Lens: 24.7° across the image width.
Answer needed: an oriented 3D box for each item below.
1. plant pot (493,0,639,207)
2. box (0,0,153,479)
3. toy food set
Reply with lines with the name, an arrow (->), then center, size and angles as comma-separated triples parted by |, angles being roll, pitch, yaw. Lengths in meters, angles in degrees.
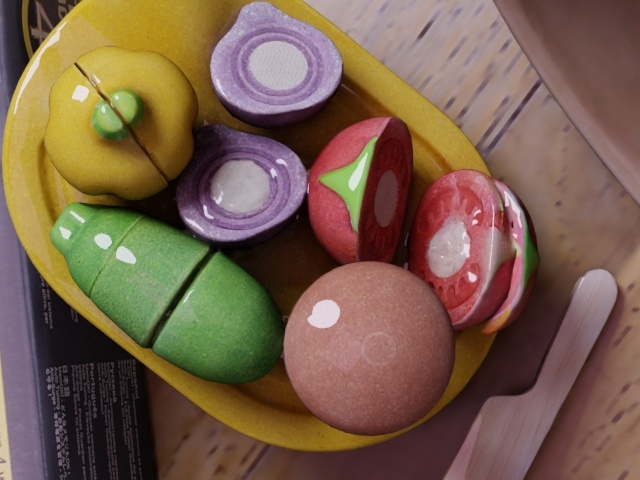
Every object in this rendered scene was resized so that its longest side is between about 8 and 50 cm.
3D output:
plant pot -> 0.186, -0.105, 0.371 | 0.229, 0.263, 0.263 | -39, 77, -6
box -> -0.232, 0.014, 0.558 | 0.318, 0.097, 0.395 | -8, 86, 19
toy food set -> 0.000, 0.000, 0.453 | 0.218, 0.071, 0.128 | 37, 83, -4
